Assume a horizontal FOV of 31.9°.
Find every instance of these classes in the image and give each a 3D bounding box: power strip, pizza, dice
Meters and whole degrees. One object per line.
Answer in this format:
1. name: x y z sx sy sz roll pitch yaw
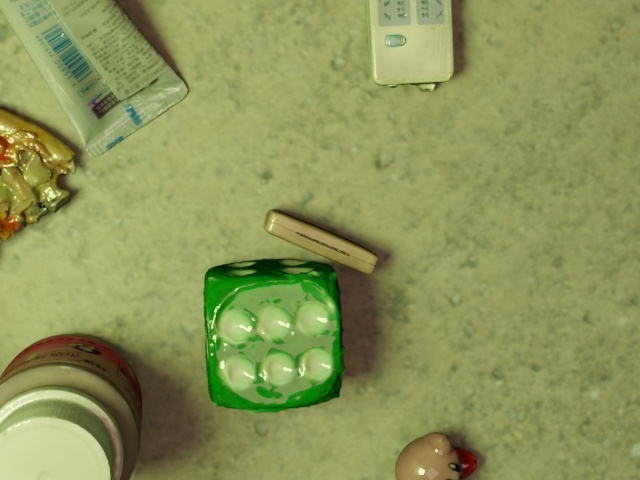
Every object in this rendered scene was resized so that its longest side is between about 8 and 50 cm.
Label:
1. power strip: 0.084 -0.240 1.079 0.081 0.035 0.192 -3 96 -8
2. pizza: -0.332 -0.033 1.036 0.185 0.052 0.195 16 94 -6
3. dice: -0.045 0.087 1.054 0.128 0.120 0.131 -2 95 -7

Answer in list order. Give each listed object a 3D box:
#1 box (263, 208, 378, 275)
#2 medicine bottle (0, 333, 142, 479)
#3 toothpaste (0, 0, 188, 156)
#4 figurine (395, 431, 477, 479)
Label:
1. box: 0.000 0.000 1.087 0.115 0.048 0.025 23 97 -9
2. medicine bottle: -0.227 0.169 0.972 0.147 0.247 0.147 -1 96 -8
3. toothpaste: -0.236 -0.212 0.988 0.114 0.073 0.299 -35 127 -4
4. figurine: 0.108 0.233 1.118 0.067 0.071 0.083 24 83 32
